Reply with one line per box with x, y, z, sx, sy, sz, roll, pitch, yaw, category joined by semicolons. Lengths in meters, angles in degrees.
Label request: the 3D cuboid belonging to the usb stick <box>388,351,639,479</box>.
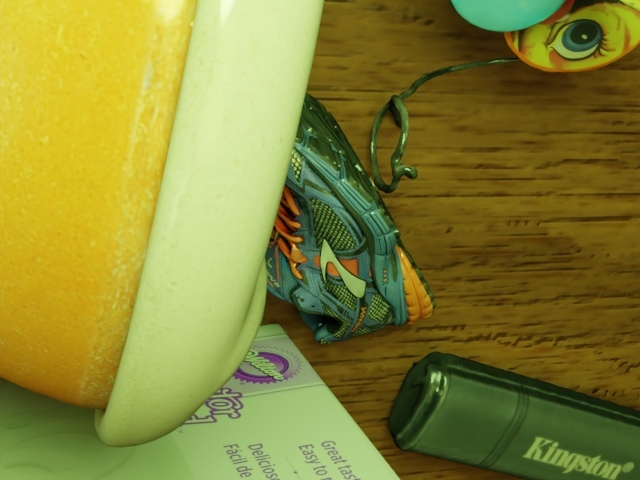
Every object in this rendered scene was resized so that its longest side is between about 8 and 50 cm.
0.171;0.144;0.942;0.278;0.045;0.077;18;105;-30;usb stick

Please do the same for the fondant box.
-0.136;0.157;0.699;0.330;0.238;0.096;-7;115;-21;fondant box

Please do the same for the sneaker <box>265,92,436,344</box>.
0.000;0.000;0.755;0.087;0.083;0.221;-30;139;1;sneaker

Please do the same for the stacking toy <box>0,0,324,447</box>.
-0.244;-0.120;0.517;0.479;0.351;0.351;10;110;-11;stacking toy

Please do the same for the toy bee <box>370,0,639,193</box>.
0.132;-0.165;0.710;0.162;0.195;0.298;1;153;-12;toy bee
